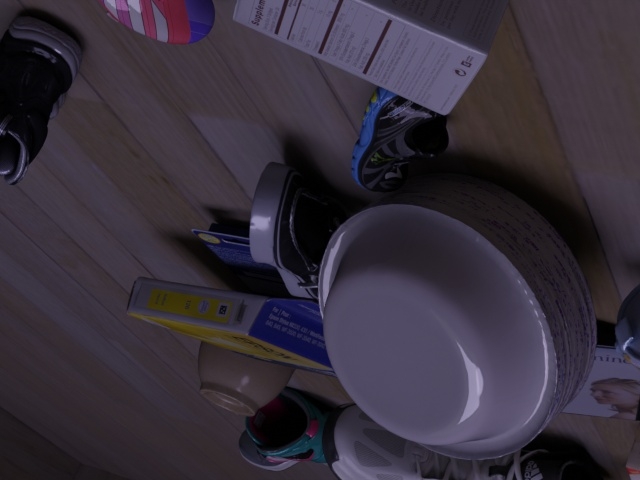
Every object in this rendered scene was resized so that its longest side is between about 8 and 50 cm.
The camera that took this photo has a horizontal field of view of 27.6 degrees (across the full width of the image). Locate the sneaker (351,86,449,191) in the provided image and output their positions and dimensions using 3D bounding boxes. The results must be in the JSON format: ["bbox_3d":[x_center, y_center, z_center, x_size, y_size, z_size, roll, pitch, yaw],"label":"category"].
[{"bbox_3d":[0.076,-0.089,1.197,0.078,0.067,0.188,27,157,7],"label":"sneaker"}]

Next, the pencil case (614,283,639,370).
[{"bbox_3d":[0.404,0.138,1.340,0.124,0.113,0.273,-14,141,30],"label":"pencil case"}]

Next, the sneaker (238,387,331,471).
[{"bbox_3d":[-0.080,0.338,2.295,0.295,0.123,0.178,-11,146,43],"label":"sneaker"}]

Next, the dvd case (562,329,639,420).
[{"bbox_3d":[0.306,0.162,1.578,0.180,0.022,0.253,5,155,13],"label":"dvd case"}]

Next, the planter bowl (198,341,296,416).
[{"bbox_3d":[-0.129,0.213,2.074,0.162,0.109,0.162,21,159,8],"label":"planter bowl"}]

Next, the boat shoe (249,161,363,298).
[{"bbox_3d":[-0.001,0.004,1.443,0.105,0.113,0.306,10,159,14],"label":"boat shoe"}]

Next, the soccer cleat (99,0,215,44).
[{"bbox_3d":[-0.161,-0.247,1.054,0.095,0.083,0.248,-5,143,43],"label":"soccer cleat"}]

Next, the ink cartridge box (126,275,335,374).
[{"bbox_3d":[-0.050,0.130,1.760,0.307,0.072,0.304,10,168,40],"label":"ink cartridge box"}]

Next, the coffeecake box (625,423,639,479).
[{"bbox_3d":[0.501,0.326,1.756,0.142,0.068,0.185,13,156,28],"label":"coffeecake box"}]

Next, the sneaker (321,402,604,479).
[{"bbox_3d":[0.241,0.327,1.953,0.447,0.169,0.257,22,152,-20],"label":"sneaker"}]

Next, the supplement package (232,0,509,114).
[{"bbox_3d":[0.042,-0.187,0.945,0.179,0.105,0.105,24,159,-2],"label":"supplement package"}]

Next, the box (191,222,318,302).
[{"bbox_3d":[-0.058,0.035,1.675,0.136,0.036,0.225,10,157,31],"label":"box"}]

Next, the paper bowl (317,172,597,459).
[{"bbox_3d":[0.117,0.088,1.290,0.284,0.148,0.284,20,125,31],"label":"paper bowl"}]

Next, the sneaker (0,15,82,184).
[{"bbox_3d":[-0.344,-0.132,1.405,0.101,0.153,0.268,29,158,-14],"label":"sneaker"}]
